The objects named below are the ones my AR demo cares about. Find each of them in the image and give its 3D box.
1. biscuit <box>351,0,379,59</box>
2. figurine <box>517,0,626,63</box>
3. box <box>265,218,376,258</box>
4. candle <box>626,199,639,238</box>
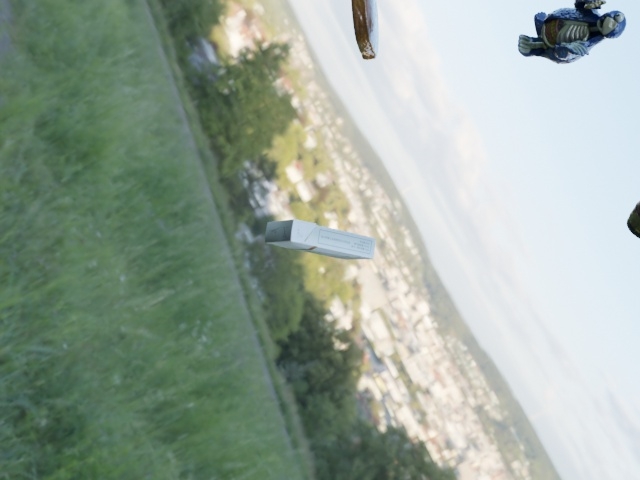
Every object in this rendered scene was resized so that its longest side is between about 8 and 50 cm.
[{"bbox_3d":[0.075,-0.410,1.343,0.192,0.036,0.186,12,74,-82],"label":"biscuit"},{"bbox_3d":[0.556,-0.447,1.728,0.120,0.164,0.262,34,0,-27],"label":"figurine"},{"bbox_3d":[0.000,0.001,1.251,0.154,0.040,0.084,13,-6,-31],"label":"box"},{"bbox_3d":[0.428,-0.056,0.982,0.131,0.052,0.052,104,-32,-51],"label":"candle"}]
